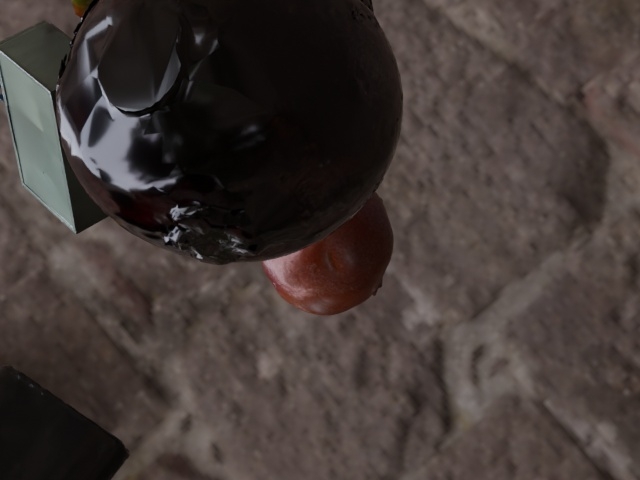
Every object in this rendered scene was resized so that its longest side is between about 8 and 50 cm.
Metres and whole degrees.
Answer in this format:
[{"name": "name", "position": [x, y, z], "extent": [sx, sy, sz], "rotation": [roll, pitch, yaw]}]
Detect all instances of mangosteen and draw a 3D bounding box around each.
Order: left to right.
[{"name": "mangosteen", "position": [-0.113, -0.183, 1.678], "extent": [0.381, 0.381, 0.421], "rotation": [118, 136, -82]}]

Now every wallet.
[{"name": "wallet", "position": [-0.447, 0.372, 1.954], "extent": [0.228, 0.406, 0.062], "rotation": [30, 163, 22]}]

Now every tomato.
[{"name": "tomato", "position": [0.001, -0.003, 2.337], "extent": [0.232, 0.188, 0.232], "rotation": [0, 91, 61]}]

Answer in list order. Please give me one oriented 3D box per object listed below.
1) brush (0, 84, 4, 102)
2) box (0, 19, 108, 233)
[{"name": "brush", "position": [-0.437, -0.182, 2.352], "extent": [0.164, 0.051, 0.014], "rotation": [42, -176, -7]}, {"name": "box", "position": [-0.318, -0.140, 1.887], "extent": [0.129, 0.086, 0.225], "rotation": [38, 147, 35]}]
